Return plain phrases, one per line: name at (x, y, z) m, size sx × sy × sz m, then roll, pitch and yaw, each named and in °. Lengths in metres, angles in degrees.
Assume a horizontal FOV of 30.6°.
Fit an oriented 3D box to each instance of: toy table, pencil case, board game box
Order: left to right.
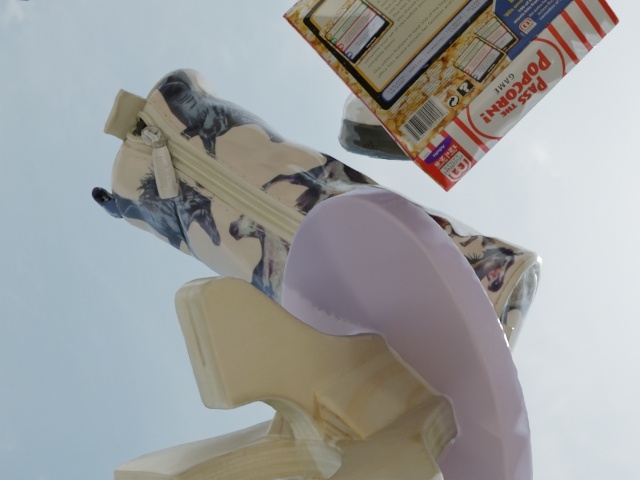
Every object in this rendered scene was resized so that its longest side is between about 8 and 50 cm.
pencil case at (0.000, 0.000, 1.012) m, size 0.410 × 0.183 × 0.160 m, roll 30°, pitch -77°, yaw 22°
toy table at (0.007, 0.121, 0.707) m, size 0.161 × 0.252 × 0.274 m, roll -22°, pitch -90°, yaw -44°
board game box at (0.075, -0.144, 0.756) m, size 0.147 × 0.045 × 0.193 m, roll -44°, pitch -135°, yaw 9°

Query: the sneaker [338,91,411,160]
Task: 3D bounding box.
sneaker at (0.147, -0.273, 1.225) m, size 0.447 × 0.169 × 0.257 m, roll -42°, pitch -47°, yaw -43°
